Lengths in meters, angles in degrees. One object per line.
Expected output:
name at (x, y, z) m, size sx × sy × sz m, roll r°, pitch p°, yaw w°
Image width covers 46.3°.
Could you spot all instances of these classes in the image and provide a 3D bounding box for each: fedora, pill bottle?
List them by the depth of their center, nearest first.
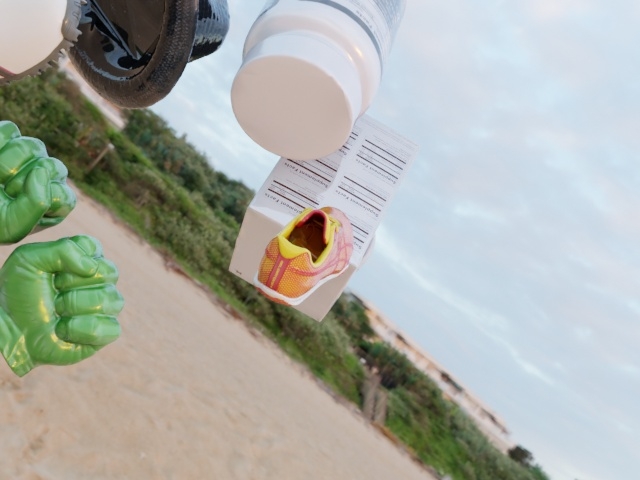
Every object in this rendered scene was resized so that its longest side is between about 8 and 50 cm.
pill bottle at (0.002, -0.231, 0.878) m, size 0.161 × 0.283 × 0.161 m, roll 10°, pitch -43°, yaw 10°
fedora at (-0.224, -0.341, 0.988) m, size 0.334 × 0.334 × 0.152 m, roll 32°, pitch 32°, yaw 32°

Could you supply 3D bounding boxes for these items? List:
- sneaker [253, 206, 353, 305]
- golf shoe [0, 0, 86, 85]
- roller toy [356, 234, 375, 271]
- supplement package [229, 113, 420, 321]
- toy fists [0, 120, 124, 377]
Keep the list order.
sneaker at (0.000, 0.000, 0.652) m, size 0.064 × 0.067 × 0.175 m, roll 29°, pitch 23°, yaw 4°
golf shoe at (-0.362, -0.213, 0.710) m, size 0.273 × 0.105 × 0.120 m, roll 0°, pitch -10°, yaw 12°
roller toy at (-0.002, -0.033, 1.319) m, size 0.146 × 0.209 × 0.191 m, roll 73°, pitch -3°, yaw -47°
supplement package at (0.002, -0.039, 0.984) m, size 0.149 × 0.203 × 0.194 m, roll 29°, pitch -29°, yaw 1°
toy fists at (-0.316, 0.003, 0.810) m, size 0.279 × 0.142 × 0.096 m, roll 62°, pitch -15°, yaw 4°
